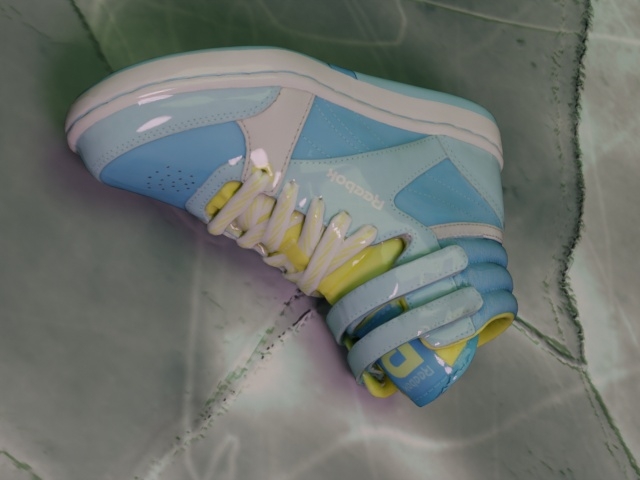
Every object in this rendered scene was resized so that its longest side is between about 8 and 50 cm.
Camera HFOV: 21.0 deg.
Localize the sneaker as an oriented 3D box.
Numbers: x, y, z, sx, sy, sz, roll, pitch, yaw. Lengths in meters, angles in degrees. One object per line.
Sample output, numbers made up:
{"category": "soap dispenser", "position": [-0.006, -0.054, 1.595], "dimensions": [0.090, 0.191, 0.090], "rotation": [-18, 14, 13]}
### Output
{"category": "sneaker", "position": [0.000, 0.000, 1.082], "dimensions": [0.319, 0.127, 0.208], "rotation": [5, 61, -30]}
